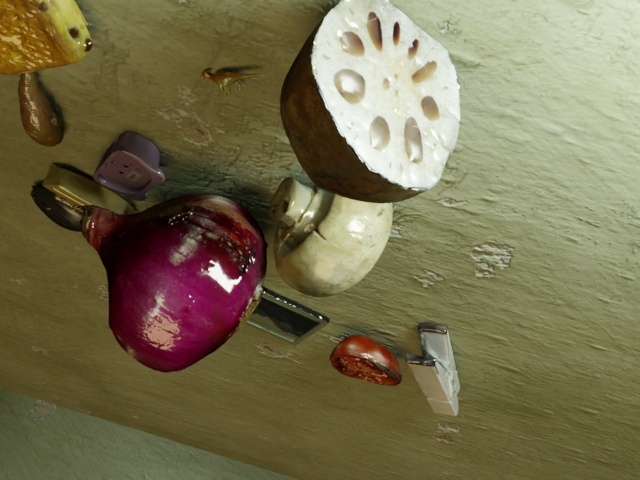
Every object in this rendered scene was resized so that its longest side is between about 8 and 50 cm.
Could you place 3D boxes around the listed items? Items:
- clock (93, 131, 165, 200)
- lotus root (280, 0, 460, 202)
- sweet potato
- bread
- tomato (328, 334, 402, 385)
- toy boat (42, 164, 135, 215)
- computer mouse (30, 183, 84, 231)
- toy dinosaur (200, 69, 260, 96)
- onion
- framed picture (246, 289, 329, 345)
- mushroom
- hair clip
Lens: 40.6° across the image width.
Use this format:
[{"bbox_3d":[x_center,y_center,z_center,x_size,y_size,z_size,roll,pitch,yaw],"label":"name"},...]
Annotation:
[{"bbox_3d":[-0.347,-0.136,1.602,0.110,0.050,0.152,30,148,-22],"label":"clock"},{"bbox_3d":[0.054,-0.178,1.171,0.272,0.272,0.192,30,156,-22],"label":"lotus root"},{"bbox_3d":[-0.498,-0.225,1.516,0.068,0.068,0.226,12,149,8],"label":"sweet potato"},{"bbox_3d":[-0.476,-0.345,1.277,0.235,0.099,0.210,-2,148,19],"label":"bread"},{"bbox_3d":[0.110,0.271,2.024,0.166,0.082,0.174,9,154,21],"label":"tomato"},{"bbox_3d":[-0.463,-0.082,1.744,0.200,0.057,0.077,29,152,-22],"label":"toy boat"},{"bbox_3d":[-0.529,-0.062,1.807,0.172,0.057,0.099,25,146,-13],"label":"computer mouse"},{"bbox_3d":[-0.138,-0.245,1.339,0.113,0.026,0.041,10,133,29],"label":"toy dinosaur"},{"bbox_3d":[-0.296,0.048,1.620,0.385,0.348,0.348,31,149,1],"label":"onion"},{"bbox_3d":[-0.132,0.164,2.032,0.265,0.018,0.192,26,148,-16],"label":"framed picture"},{"bbox_3d":[0.000,0.000,1.524,0.195,0.189,0.253,29,145,-26],"label":"mushroom"},{"bbox_3d":[0.267,0.305,1.997,0.085,0.101,0.331,2,149,17],"label":"hair clip"}]
